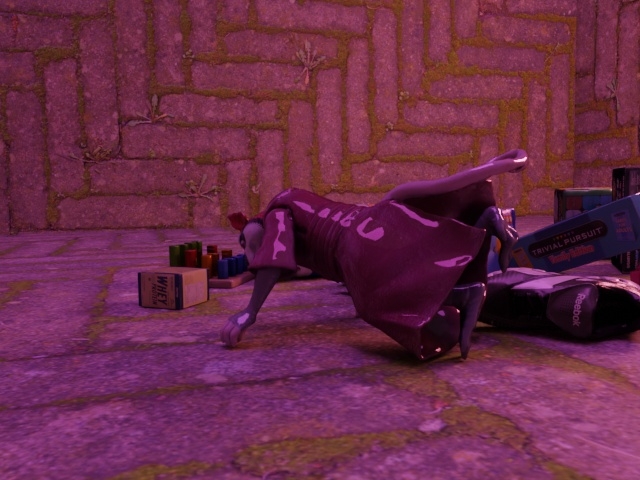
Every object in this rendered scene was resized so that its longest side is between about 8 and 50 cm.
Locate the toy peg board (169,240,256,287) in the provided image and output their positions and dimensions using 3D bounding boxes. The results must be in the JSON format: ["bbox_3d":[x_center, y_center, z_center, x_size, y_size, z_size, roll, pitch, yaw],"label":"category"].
[{"bbox_3d":[-0.227,0.045,1.204,0.160,0.079,0.161,0,5,13],"label":"toy peg board"}]

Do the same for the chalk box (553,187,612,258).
[{"bbox_3d":[0.712,-0.047,1.524,0.179,0.181,0.289,0,6,16],"label":"chalk box"}]

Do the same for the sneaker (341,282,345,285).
[{"bbox_3d":[0.099,0.050,0.929,0.122,0.110,0.283,-9,8,-36],"label":"sneaker"}]

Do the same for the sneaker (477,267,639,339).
[{"bbox_3d":[0.292,0.077,0.724,0.234,0.078,0.106,2,3,10],"label":"sneaker"}]

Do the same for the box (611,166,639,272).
[{"bbox_3d":[0.671,-0.048,1.279,0.051,0.221,0.175,0,6,19],"label":"box"}]

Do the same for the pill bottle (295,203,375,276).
[{"bbox_3d":[0.000,0.000,1.256,0.271,0.153,0.152,-4,6,-25],"label":"pill bottle"}]

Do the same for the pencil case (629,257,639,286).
[{"bbox_3d":[0.561,0.045,0.949,0.104,0.105,0.236,2,4,31],"label":"pencil case"}]

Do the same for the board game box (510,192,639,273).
[{"bbox_3d":[0.525,-0.031,1.005,0.335,0.079,0.253,-14,-9,-31],"label":"board game box"}]

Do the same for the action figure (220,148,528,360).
[{"bbox_3d":[0.029,-0.001,0.720,0.369,0.276,0.248,17,19,28],"label":"action figure"}]

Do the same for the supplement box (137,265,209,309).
[{"bbox_3d":[-0.240,0.076,0.966,0.083,0.056,0.083,1,5,22],"label":"supplement box"}]

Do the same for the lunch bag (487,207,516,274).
[{"bbox_3d":[0.191,0.032,1.111,0.220,0.138,0.293,-9,0,-43],"label":"lunch bag"}]
